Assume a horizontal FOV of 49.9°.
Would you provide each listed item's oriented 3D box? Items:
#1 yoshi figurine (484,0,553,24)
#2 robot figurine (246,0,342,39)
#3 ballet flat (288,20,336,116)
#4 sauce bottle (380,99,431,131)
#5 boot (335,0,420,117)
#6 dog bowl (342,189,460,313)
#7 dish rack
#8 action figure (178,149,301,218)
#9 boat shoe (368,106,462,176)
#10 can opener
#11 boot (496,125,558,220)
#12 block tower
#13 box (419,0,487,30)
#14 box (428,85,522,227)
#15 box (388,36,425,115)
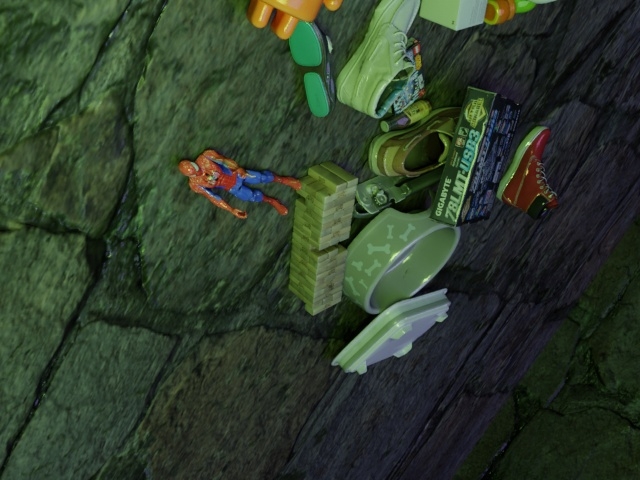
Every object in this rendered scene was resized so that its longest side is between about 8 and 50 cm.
[{"bbox_3d":[0.473,-0.599,1.459,0.362,0.203,0.202,-23,97,-15],"label":"yoshi figurine"},{"bbox_3d":[-0.037,-0.420,1.041,0.219,0.158,0.128,-64,165,17],"label":"robot figurine"},{"bbox_3d":[-0.008,-0.318,1.224,0.074,0.074,0.203,-36,136,-21],"label":"ballet flat"},{"bbox_3d":[0.186,-0.269,1.496,0.128,0.042,0.042,-31,140,-30],"label":"sauce bottle"},{"bbox_3d":[0.140,-0.353,1.299,0.095,0.123,0.258,16,108,-53],"label":"boot"},{"bbox_3d":[0.197,0.041,1.680,0.349,0.102,0.348,-32,152,-20],"label":"dog bowl"},{"bbox_3d":[0.209,0.255,1.874,0.333,0.072,0.285,-9,146,-53],"label":"dish rack"},{"bbox_3d":[-0.126,-0.090,1.235,0.280,0.139,0.091,13,110,-49],"label":"action figure"},{"bbox_3d":[0.256,-0.212,1.542,0.325,0.116,0.123,-29,123,-30],"label":"boat shoe"},{"bbox_3d":[0.185,-0.127,1.619,0.284,0.075,0.095,-25,169,-33],"label":"can opener"},{"bbox_3d":[0.625,-0.188,1.944,0.088,0.176,0.244,4,117,-48],"label":"boot"},{"bbox_3d":[0.000,0.000,1.488,0.091,0.097,0.335,-23,134,-34],"label":"block tower"},{"bbox_3d":[0.262,-0.478,1.344,0.087,0.101,0.101,-25,136,-32],"label":"box"},{"bbox_3d":[0.357,-0.184,1.555,0.293,0.073,0.295,-11,117,-61],"label":"box"},{"bbox_3d":[0.173,-0.339,1.432,0.094,0.027,0.137,-40,143,-17],"label":"box"}]
